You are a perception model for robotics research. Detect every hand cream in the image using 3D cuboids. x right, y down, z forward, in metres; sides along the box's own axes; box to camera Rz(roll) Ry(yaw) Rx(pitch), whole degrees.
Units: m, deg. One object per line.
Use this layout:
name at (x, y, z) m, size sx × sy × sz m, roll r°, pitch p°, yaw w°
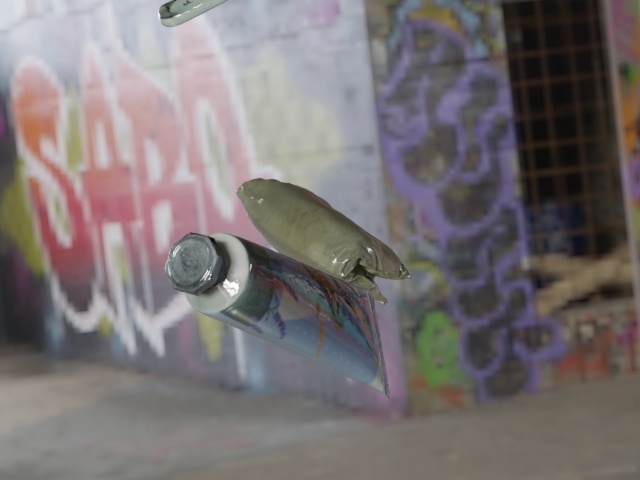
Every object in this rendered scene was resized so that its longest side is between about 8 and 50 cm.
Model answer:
hand cream at (-0.019, 0.048, 1.357) m, size 0.058 × 0.091 × 0.271 m, roll -23°, pitch -27°, yaw 25°

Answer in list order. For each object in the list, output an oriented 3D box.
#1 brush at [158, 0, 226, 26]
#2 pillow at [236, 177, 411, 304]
brush at (-0.019, -0.265, 1.814) m, size 0.297 × 0.060 × 0.068 m, roll -24°, pitch 28°, yaw 11°
pillow at (0.000, 0.000, 2.000) m, size 0.181 × 0.078 × 0.134 m, roll 35°, pitch 2°, yaw 26°
